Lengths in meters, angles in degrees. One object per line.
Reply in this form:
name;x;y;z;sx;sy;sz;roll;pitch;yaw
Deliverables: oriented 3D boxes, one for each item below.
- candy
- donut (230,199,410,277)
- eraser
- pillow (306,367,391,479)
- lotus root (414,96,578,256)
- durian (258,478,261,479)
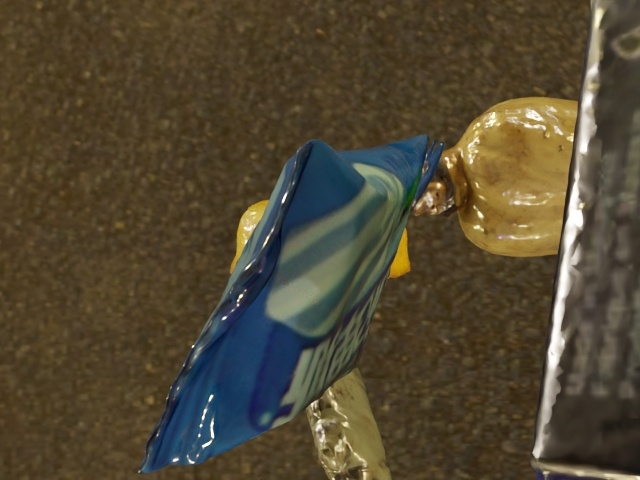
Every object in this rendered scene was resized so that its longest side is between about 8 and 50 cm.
candy;-0.001;0.022;0.750;0.077;0.331;0.187;27;100;11
donut;0.000;0.000;1.069;0.152;0.152;0.058;10;106;34
eraser;0.163;0.041;0.499;0.101;0.155;0.332;-6;71;50
pillow;0.017;0.164;1.173;0.051;0.093;0.241;-30;44;17
lotus root;0.216;-0.052;1.192;0.257;0.140;0.154;8;131;5
durian;-0.003;0.198;0.754;0.071;0.110;0.140;-17;110;13
